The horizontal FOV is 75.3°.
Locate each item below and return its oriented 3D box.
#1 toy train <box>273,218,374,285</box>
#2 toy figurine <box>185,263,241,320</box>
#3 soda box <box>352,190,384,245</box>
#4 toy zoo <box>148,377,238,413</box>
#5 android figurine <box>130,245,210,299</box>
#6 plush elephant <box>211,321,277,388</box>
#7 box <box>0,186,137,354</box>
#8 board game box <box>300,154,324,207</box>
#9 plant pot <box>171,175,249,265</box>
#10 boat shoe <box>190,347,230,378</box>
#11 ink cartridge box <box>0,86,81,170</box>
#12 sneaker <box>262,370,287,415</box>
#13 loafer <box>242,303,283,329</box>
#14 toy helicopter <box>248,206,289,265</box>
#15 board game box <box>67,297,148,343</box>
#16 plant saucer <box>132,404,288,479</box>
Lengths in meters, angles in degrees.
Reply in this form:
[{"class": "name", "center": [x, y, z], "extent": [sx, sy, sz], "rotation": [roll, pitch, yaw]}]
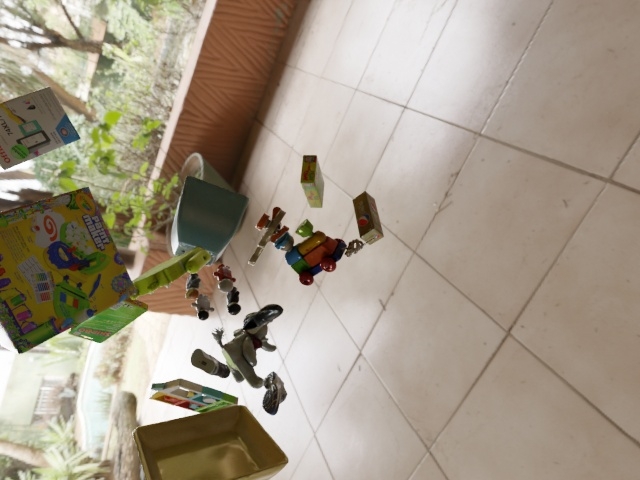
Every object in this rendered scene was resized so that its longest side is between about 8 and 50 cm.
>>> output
[{"class": "toy train", "center": [0.000, 0.000, 1.035], "extent": [0.248, 0.143, 0.105], "rotation": [-35, 17, 38]}, {"class": "toy figurine", "center": [-0.446, 0.226, 1.735], "extent": [0.148, 0.210, 0.213], "rotation": [-114, 14, -51]}, {"class": "soda box", "center": [0.157, -0.077, 1.390], "extent": [0.061, 0.058, 0.181], "rotation": [-33, 42, 27]}, {"class": "toy zoo", "center": [-0.463, 0.549, 1.463], "extent": [0.192, 0.293, 0.030], "rotation": [-30, 41, 32]}, {"class": "android figurine", "center": [-0.446, 0.094, 1.210], "extent": [0.248, 0.056, 0.273], "rotation": [-21, 13, 16]}, {"class": "plush elephant", "center": [-0.328, 0.491, 1.962], "extent": [0.330, 0.255, 0.272], "rotation": [58, 148, -2]}, {"class": "box", "center": [-0.650, 0.059, 0.982], "extent": [0.177, 0.279, 0.290], "rotation": [-4, 110, 42]}, {"class": "board game box", "center": [-0.022, -0.178, 1.281], "extent": [0.181, 0.043, 0.092], "rotation": [67, -153, -69]}, {"class": "plant pot", "center": [-0.448, -0.049, 1.605], "extent": [0.248, 0.247, 0.252], "rotation": [-42, 34, 56]}, {"class": "boat shoe", "center": [-0.406, 0.456, 1.521], "extent": [0.183, 0.083, 0.065], "rotation": [13, 69, 48]}, {"class": "ink cartridge box", "center": [-1.057, -0.399, 1.476], "extent": [0.197, 0.270, 0.198], "rotation": [18, 136, 46]}, {"class": "sneaker", "center": [-0.104, 0.375, 1.007], "extent": [0.052, 0.058, 0.135], "rotation": [-42, 18, 11]}, {"class": "loafer", "center": [-0.246, 0.331, 1.765], "extent": [0.223, 0.076, 0.078], "rotation": [-26, 28, 32]}, {"class": "toy helicopter", "center": [-0.266, -0.018, 2.050], "extent": [0.355, 0.140, 0.235], "rotation": [-54, 9, 33]}, {"class": "board game box", "center": [-0.715, 0.265, 1.395], "extent": [0.259, 0.124, 0.039], "rotation": [-35, 45, 17]}, {"class": "plant saucer", "center": [-0.302, 0.578, 1.108], "extent": [0.333, 0.333, 0.081], "rotation": [13, 102, 58]}]
